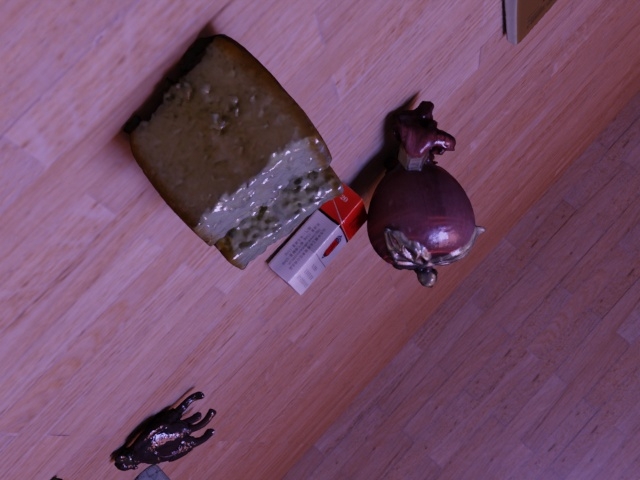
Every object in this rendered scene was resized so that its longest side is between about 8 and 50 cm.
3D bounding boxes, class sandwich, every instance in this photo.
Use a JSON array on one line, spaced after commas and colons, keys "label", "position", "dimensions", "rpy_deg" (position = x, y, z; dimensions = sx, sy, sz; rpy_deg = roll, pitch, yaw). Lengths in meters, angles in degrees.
[{"label": "sandwich", "position": [-0.061, -0.057, 0.697], "dimensions": [0.122, 0.128, 0.236], "rpy_deg": [-39, 163, 0]}]

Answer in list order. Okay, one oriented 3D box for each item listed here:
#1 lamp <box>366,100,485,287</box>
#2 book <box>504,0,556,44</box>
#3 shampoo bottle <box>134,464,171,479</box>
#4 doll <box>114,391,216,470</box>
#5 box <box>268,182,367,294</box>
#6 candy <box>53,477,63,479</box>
[{"label": "lamp", "position": [0.130, -0.050, 1.119], "dimensions": [0.151, 0.223, 0.215], "rpy_deg": [-24, 170, -8]}, {"label": "book", "position": [0.324, -0.420, 1.010], "dimensions": [0.269, 0.032, 0.389], "rpy_deg": [-49, 164, 0]}, {"label": "shampoo bottle", "position": [-0.230, 0.467, 1.338], "dimensions": [0.065, 0.204, 0.065], "rpy_deg": [-42, 163, -16]}, {"label": "doll", "position": [-0.232, 0.296, 1.210], "dimensions": [0.165, 0.057, 0.139], "rpy_deg": [-29, 159, -27]}, {"label": "box", "position": [0.000, 0.000, 1.127], "dimensions": [0.152, 0.048, 0.100], "rpy_deg": [-46, 167, -5]}, {"label": "candy", "position": [-0.418, 0.439, 1.056], "dimensions": [0.324, 0.097, 0.097], "rpy_deg": [-59, 163, 7]}]
